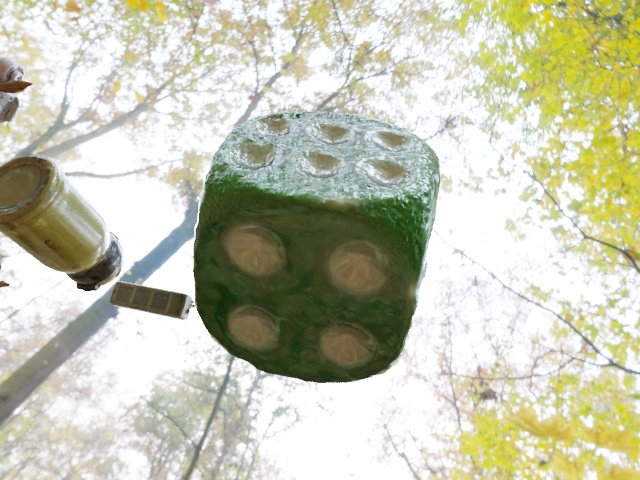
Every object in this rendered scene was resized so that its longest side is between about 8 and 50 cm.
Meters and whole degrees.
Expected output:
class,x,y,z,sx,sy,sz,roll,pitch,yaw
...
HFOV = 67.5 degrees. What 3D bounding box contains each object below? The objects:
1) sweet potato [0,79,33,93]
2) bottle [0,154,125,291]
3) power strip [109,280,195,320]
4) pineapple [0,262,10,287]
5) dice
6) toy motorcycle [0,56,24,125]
class,x,y,z,sx,sy,sz,roll,pitch,yaw
sweet potato,-0.765,-0.382,1.195,0.095,0.034,0.034,-8,-60,4
bottle,-0.571,-0.017,1.076,0.171,0.172,0.351,9,-30,15
power strip,-0.504,0.177,1.422,0.272,0.078,0.052,9,-18,12
pineapple,-1.048,0.036,1.394,0.158,0.161,0.335,-5,-45,11
dice,0.000,0.000,0.679,0.297,0.287,0.300,11,-58,6
toy motorcycle,-0.859,-0.359,1.249,0.112,0.112,0.254,30,-79,0
